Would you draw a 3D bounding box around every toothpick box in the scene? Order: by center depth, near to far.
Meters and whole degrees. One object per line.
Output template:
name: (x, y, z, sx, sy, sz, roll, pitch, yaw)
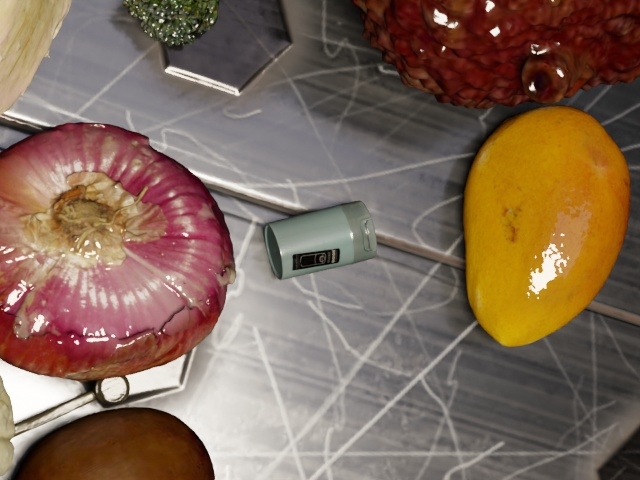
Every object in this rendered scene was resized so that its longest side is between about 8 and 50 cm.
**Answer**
toothpick box: (0.000, 0.000, 1.558, 0.083, 0.052, 0.052, -14, 90, -14)

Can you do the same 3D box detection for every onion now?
onion: (-0.182, 0.025, 1.461, 0.230, 0.163, 0.230, 5, 55, -7)

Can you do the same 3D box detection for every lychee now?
lychee: (0.166, -0.250, 1.495, 0.306, 0.306, 0.330, -3, 64, -15)

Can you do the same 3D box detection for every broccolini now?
broccolini: (-0.104, -0.257, 1.549, 0.091, 0.068, 0.202, 27, 72, -25)

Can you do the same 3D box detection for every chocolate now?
chocolate: (-0.154, 0.210, 1.451, 0.177, 0.177, 0.176, 1, 86, -15)

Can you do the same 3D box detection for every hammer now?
hammer: (-0.288, 0.172, 1.479, 0.292, 0.058, 0.029, -25, 90, -10)

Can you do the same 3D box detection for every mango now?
mango: (0.188, -0.013, 1.582, 0.141, 0.102, 0.217, 21, 79, -6)

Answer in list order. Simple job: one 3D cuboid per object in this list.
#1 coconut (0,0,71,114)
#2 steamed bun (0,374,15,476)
coconut: (-0.341, -0.198, 1.364, 0.297, 0.297, 0.254, 25, 79, -12)
steamed bun: (-0.394, 0.111, 1.257, 0.255, 0.342, 0.367, -20, 106, 18)
